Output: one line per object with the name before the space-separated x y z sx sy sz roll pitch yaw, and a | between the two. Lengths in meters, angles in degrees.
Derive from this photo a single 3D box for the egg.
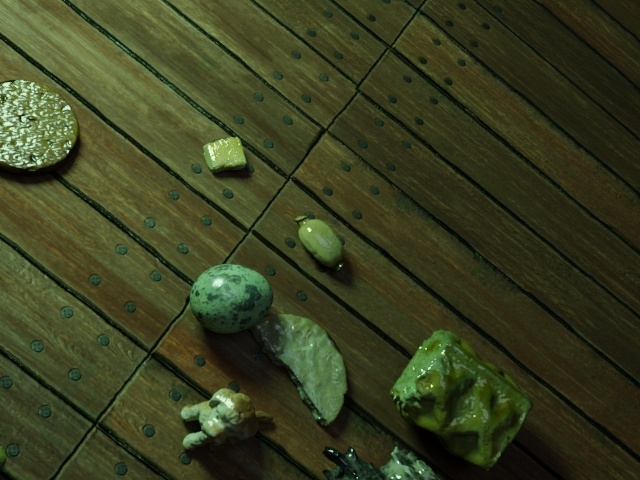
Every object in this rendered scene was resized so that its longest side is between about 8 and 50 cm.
egg | -0.167 0.110 1.733 0.172 0.132 0.132 -4 68 -39

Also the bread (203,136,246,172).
bread | -0.201 -0.178 1.909 0.083 0.035 0.070 -14 73 -23

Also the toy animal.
toy animal | -0.140 0.312 1.620 0.183 0.185 0.104 -5 68 -27

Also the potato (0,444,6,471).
potato | -0.612 0.360 1.432 0.225 0.090 0.117 -4 63 -34

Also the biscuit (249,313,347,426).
biscuit | -0.022 0.236 1.802 0.133 0.032 0.250 -36 85 -33

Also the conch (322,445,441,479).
conch | 0.140 0.478 1.691 0.312 0.186 0.241 13 33 0

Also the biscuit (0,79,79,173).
biscuit | -0.575 -0.219 1.750 0.212 0.036 0.212 10 63 -20

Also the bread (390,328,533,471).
bread | 0.284 0.321 1.819 0.252 0.238 0.196 42 97 2

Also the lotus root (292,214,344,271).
lotus root | 0.000 0.000 1.903 0.150 0.062 0.073 49 56 1
